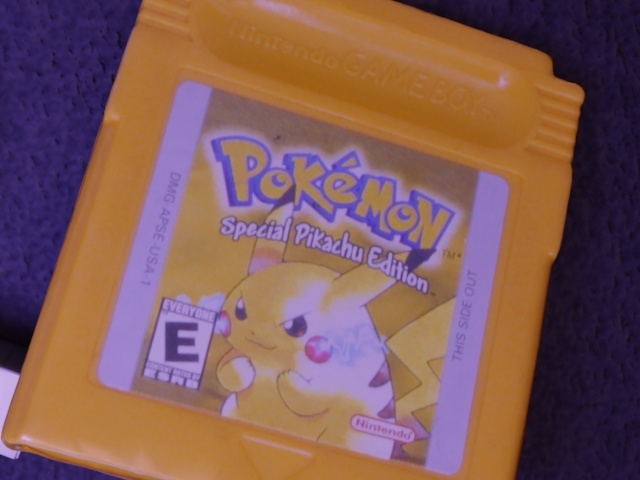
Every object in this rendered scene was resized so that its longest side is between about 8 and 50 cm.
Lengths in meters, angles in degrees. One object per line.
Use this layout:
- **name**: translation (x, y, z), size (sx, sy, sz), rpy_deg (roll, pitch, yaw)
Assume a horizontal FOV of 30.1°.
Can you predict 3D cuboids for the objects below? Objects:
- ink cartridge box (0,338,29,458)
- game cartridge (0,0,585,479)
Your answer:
- **ink cartridge box**: translation (-0.227, 0.081, 0.721), size (0.122, 0.088, 0.052), rpy_deg (23, 91, -9)
- **game cartridge**: translation (0.000, 0.000, 0.699), size (0.285, 0.053, 0.324), rpy_deg (16, 72, -9)
